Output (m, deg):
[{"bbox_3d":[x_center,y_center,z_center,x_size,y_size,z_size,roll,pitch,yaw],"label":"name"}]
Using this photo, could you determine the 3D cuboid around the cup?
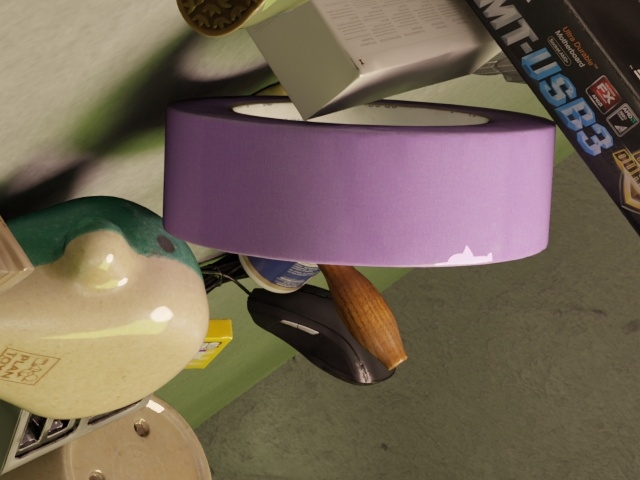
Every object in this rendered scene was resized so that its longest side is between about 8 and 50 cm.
[{"bbox_3d":[-0.240,0.260,1.515,0.237,0.331,0.331,-33,175,39],"label":"cup"}]

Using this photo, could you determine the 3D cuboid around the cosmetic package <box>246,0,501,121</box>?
[{"bbox_3d":[0.043,-0.151,1.087,0.060,0.099,0.239,-39,170,33],"label":"cosmetic package"}]

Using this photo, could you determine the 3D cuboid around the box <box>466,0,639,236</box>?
[{"bbox_3d":[0.241,-0.149,1.180,0.073,0.295,0.293,-42,168,33],"label":"box"}]

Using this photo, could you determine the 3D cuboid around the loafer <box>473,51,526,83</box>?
[{"bbox_3d":[0.193,-0.205,1.511,0.109,0.095,0.302,-4,179,22],"label":"loafer"}]

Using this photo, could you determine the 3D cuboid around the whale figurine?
[{"bbox_3d":[-0.212,0.033,1.129,0.272,0.141,0.216,10,141,-37],"label":"whale figurine"}]

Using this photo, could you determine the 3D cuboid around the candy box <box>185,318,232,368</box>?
[{"bbox_3d":[-0.204,0.111,1.648,0.206,0.027,0.105,0,160,-22],"label":"candy box"}]

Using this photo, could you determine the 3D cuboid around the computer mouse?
[{"bbox_3d":[-0.045,0.081,1.756,0.184,0.262,0.060,-19,136,-50],"label":"computer mouse"}]

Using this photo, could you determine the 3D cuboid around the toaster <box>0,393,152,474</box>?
[{"bbox_3d":[-0.220,0.091,1.329,0.168,0.110,0.186,-23,150,-42],"label":"toaster"}]

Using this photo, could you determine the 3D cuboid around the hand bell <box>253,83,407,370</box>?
[{"bbox_3d":[0.000,0.000,1.309,0.126,0.242,0.126,-33,172,-5],"label":"hand bell"}]

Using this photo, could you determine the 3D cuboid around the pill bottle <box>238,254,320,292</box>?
[{"bbox_3d":[-0.011,-0.020,1.703,0.094,0.094,0.169,-26,169,-44],"label":"pill bottle"}]

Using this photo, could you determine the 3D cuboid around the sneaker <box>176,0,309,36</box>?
[{"bbox_3d":[0.006,-0.186,0.883,0.192,0.064,0.086,-36,180,20],"label":"sneaker"}]

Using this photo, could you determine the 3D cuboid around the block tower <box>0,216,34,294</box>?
[{"bbox_3d":[-0.260,0.000,0.803,0.097,0.091,0.335,-34,172,8],"label":"block tower"}]

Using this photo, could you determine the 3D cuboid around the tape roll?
[{"bbox_3d":[0.026,-0.048,1.123,0.274,0.090,0.275,2,-171,0],"label":"tape roll"}]
